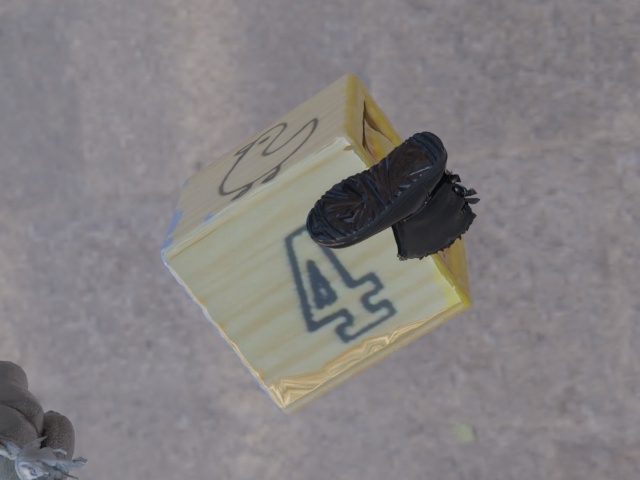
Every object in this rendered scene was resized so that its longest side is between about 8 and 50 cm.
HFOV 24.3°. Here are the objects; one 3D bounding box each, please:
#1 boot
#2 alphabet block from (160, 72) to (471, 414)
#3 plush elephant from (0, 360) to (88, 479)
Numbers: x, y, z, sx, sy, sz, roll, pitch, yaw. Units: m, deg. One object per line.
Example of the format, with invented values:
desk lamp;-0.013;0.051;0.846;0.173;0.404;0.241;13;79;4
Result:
boot;0.054;-0.017;1.062;0.045;0.121;0.099;50;174;33
alphabet block;0.000;0.000;1.317;0.197;0.192;0.193;-33;109;14
plush elephant;-0.334;0.288;1.431;0.330;0.271;0.255;16;110;43
